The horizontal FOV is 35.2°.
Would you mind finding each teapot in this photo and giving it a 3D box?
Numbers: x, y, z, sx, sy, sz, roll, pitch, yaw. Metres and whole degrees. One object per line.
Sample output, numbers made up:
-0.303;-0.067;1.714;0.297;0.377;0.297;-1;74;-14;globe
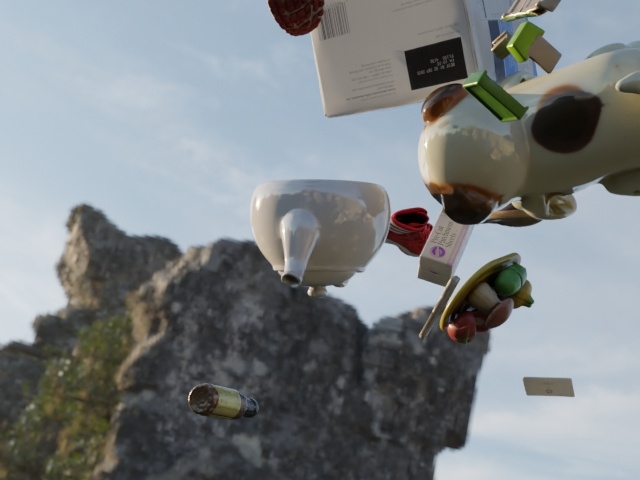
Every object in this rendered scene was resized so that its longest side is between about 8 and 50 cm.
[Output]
0.000;0.000;1.672;0.255;0.187;0.252;1;-2;-29;teapot

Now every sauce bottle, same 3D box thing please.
-0.122;0.211;1.302;0.042;0.042;0.128;3;-14;25;sauce bottle

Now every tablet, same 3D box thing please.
0.390;0.251;1.724;0.083;0.006;0.054;-1;-44;22;tablet

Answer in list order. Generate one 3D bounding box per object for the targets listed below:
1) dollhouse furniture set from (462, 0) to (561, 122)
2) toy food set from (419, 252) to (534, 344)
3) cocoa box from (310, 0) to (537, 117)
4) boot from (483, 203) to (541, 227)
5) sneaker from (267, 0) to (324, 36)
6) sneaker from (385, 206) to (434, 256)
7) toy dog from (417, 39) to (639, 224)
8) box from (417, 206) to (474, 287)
0.206;-0.193;0.976;0.058;0.152;0.076;37;-10;-17;dollhouse furniture set
0.234;0.094;1.391;0.071;0.217;0.128;42;-57;23;toy food set
0.187;-0.372;1.867;0.347;0.232;0.228;-6;7;40;cocoa box
0.400;-0.137;2.219;0.090;0.207;0.248;17;-10;-38;boot
-0.057;-0.423;1.548;0.088;0.093;0.225;-20;-62;3;sneaker
0.227;-0.017;2.278;0.221;0.087;0.128;10;-13;-35;sneaker
0.362;-0.152;1.632;0.407;0.285;0.395;-12;2;4;toy dog
0.265;-0.048;1.920;0.067;0.324;0.063;18;-42;14;box
